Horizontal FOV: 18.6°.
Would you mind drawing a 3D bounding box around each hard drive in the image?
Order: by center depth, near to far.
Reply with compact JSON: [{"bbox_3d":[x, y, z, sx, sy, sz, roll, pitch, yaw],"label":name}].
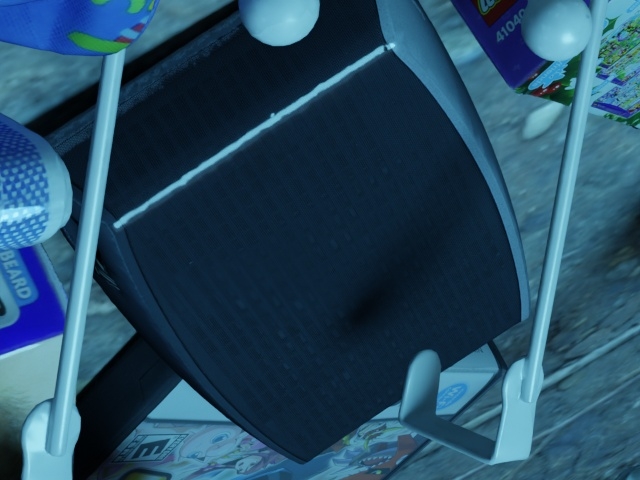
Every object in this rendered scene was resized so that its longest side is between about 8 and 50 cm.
[{"bbox_3d":[0.000,0.000,0.809,0.172,0.054,0.254,-33,146,-1],"label":"hard drive"}]

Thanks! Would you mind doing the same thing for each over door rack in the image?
[{"bbox_3d":[0.033,-0.045,0.629,0.239,0.108,0.324,-2,118,-41],"label":"over door rack"}]

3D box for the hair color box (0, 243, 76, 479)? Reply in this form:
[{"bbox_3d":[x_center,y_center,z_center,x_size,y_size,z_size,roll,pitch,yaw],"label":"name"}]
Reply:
[{"bbox_3d":[-0.260,0.093,0.695,0.339,0.110,0.185,-21,152,-20],"label":"hair color box"}]

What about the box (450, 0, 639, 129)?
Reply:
[{"bbox_3d":[0.216,-0.156,0.776,0.293,0.057,0.201,-43,150,24],"label":"box"}]

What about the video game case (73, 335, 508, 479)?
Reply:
[{"bbox_3d":[-0.067,0.136,1.036,0.248,0.035,0.275,5,138,-48],"label":"video game case"}]

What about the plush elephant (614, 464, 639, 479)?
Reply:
[{"bbox_3d":[0.315,0.054,1.028,0.330,0.272,0.255,-45,158,26],"label":"plush elephant"}]

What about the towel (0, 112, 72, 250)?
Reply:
[{"bbox_3d":[-0.224,-0.011,0.470,0.285,0.209,0.034,-11,110,-30],"label":"towel"}]

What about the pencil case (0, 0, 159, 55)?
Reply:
[{"bbox_3d":[-0.170,-0.085,0.446,0.306,0.133,0.119,-12,135,-33],"label":"pencil case"}]
